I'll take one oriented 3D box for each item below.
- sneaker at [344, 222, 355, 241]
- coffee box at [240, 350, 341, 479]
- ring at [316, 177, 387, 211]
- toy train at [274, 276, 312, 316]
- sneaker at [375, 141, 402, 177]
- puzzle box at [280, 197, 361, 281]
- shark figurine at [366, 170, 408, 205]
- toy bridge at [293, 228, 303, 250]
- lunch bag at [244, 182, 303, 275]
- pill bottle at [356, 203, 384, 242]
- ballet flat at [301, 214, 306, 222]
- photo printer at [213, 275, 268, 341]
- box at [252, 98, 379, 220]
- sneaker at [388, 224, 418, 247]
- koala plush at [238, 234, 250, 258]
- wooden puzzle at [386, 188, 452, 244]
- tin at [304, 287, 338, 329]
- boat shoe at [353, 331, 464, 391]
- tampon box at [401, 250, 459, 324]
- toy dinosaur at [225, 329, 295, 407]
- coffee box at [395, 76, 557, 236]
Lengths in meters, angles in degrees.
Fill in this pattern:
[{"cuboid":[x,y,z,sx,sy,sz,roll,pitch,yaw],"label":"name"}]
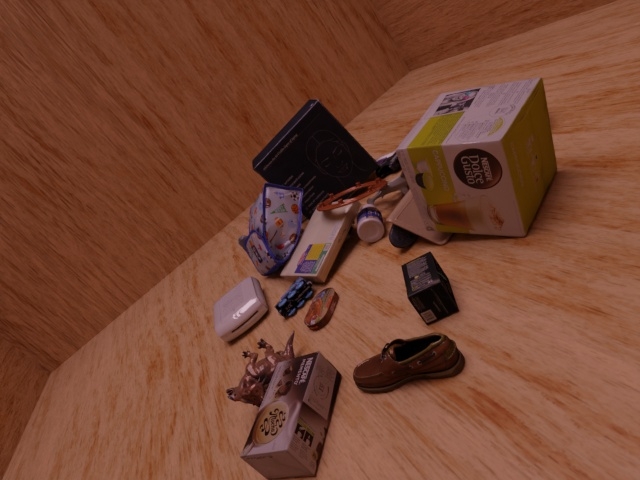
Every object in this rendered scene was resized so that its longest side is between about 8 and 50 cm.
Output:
[{"cuboid":[0.116,-0.080,2.016,0.115,0.105,0.281,-18,40,27],"label":"sneaker"},{"cuboid":[-0.070,0.466,1.160,0.168,0.118,0.297,-25,25,32],"label":"coffee box"},{"cuboid":[0.134,-0.212,1.918,0.337,0.032,0.336,-22,14,6],"label":"ring"},{"cuboid":[-0.109,0.233,1.751,0.184,0.080,0.105,-45,14,-12],"label":"toy train"},{"cuboid":[0.410,-0.416,2.237,0.283,0.107,0.124,-31,31,36],"label":"sneaker"},{"cuboid":[0.000,0.000,1.900,0.272,0.052,0.408,-4,52,52],"label":"puzzle box"},{"cuboid":[0.337,-0.222,1.947,0.278,0.116,0.166,-34,-13,-11],"label":"shark figurine"},{"cuboid":[-0.119,-0.012,2.317,0.063,0.026,0.188,-22,26,29],"label":"toy bridge"},{"cuboid":[-0.237,-0.039,2.094,0.328,0.239,0.385,142,131,-65],"label":"lunch bag"},{"cuboid":[0.210,-0.081,1.829,0.112,0.112,0.186,-31,23,18],"label":"pill bottle"},{"cuboid":[-0.167,-0.115,2.542,0.206,0.067,0.073,-31,22,17],"label":"ballet flat"},{"cuboid":[-0.364,0.311,1.940,0.256,0.107,0.307,-39,22,-2],"label":"photo printer"},{"cuboid":[-0.036,-0.418,2.311,0.480,0.472,0.297,-45,21,6],"label":"box"},{"cuboid":[0.341,-0.077,1.672,0.319,0.112,0.131,-54,3,-30],"label":"sneaker"},{"cuboid":[-0.324,0.033,2.397,0.196,0.203,0.221,-28,1,0],"label":"koala plush"},{"cuboid":[0.393,-0.096,1.563,0.239,0.044,0.221,25,59,28],"label":"wooden puzzle"},{"cuboid":[0.006,0.252,1.585,0.106,0.040,0.189,-26,25,38],"label":"tin"},{"cuboid":[0.201,0.299,1.093,0.307,0.104,0.110,-26,25,28],"label":"boat shoe"},{"cuboid":[0.311,0.134,1.231,0.102,0.120,0.161,-29,23,19],"label":"tampon box"},{"cuboid":[-0.167,0.430,1.396,0.296,0.127,0.200,-32,26,-20],"label":"toy dinosaur"},{"cuboid":[0.501,-0.252,1.345,0.335,0.337,0.338,7,47,45],"label":"coffee box"}]
